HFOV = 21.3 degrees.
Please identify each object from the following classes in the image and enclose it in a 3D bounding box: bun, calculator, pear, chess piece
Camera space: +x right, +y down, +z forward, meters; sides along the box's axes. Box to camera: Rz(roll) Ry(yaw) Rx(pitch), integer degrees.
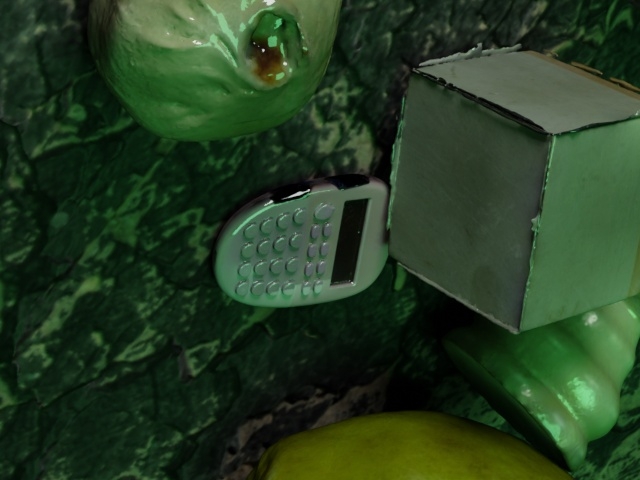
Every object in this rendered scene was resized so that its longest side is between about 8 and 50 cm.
[{"bbox_3d":[-0.049,-0.133,0.996,0.166,0.113,0.173,-21,134,-21],"label":"bun"},{"bbox_3d":[0.000,0.000,1.197,0.166,0.024,0.103,-9,126,-27],"label":"calculator"},{"bbox_3d":[0.085,0.256,1.270,0.321,0.269,0.269,21,116,3],"label":"pear"},{"bbox_3d":[0.232,0.043,1.319,0.251,0.144,0.144,-43,136,-7],"label":"chess piece"}]

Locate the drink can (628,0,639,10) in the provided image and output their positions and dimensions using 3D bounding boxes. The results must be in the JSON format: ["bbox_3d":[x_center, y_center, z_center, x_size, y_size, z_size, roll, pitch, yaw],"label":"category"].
[{"bbox_3d":[0.291,-0.260,1.154,0.235,0.097,0.097,-40,136,-2],"label":"drink can"}]

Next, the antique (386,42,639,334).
[{"bbox_3d":[0.146,-0.043,1.165,0.148,0.147,0.152,-12,121,-35],"label":"antique"}]
